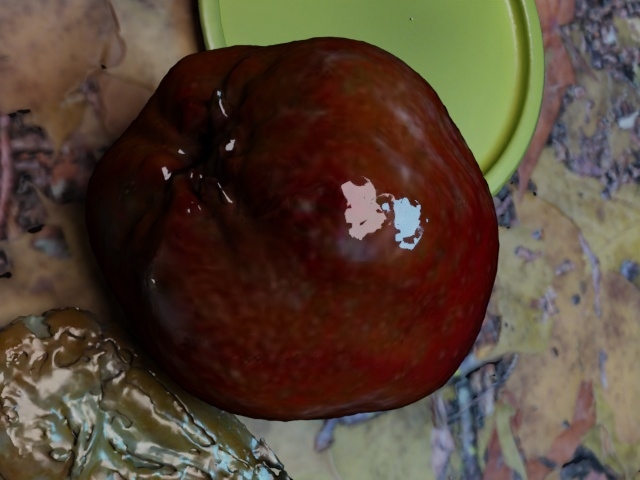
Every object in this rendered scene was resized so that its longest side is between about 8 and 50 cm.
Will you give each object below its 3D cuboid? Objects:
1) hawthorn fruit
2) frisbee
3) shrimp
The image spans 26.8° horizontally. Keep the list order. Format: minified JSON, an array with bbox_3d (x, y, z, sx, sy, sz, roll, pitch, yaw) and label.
[{"bbox_3d":[0.000,0.000,0.637,0.202,0.185,0.185,30,65,-47],"label":"hawthorn fruit"},{"bbox_3d":[0.034,-0.120,0.764,0.236,0.017,0.236,6,77,-30],"label":"frisbee"},{"bbox_3d":[-0.082,0.099,0.644,0.184,0.043,0.091,29,75,-17],"label":"shrimp"}]
